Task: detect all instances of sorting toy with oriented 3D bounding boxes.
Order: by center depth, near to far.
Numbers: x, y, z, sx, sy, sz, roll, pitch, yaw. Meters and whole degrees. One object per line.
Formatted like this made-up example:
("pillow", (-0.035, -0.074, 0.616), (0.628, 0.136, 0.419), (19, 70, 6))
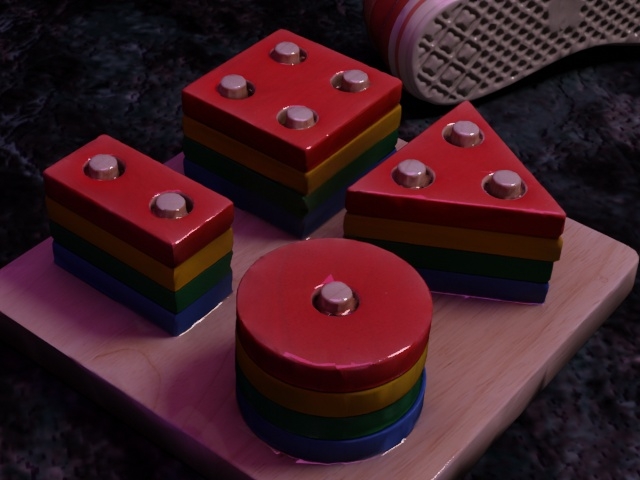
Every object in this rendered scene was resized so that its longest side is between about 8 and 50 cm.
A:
("sorting toy", (0.000, 0.000, 0.648), (0.255, 0.089, 0.257), (28, 46, 27))

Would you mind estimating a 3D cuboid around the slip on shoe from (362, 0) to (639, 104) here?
("slip on shoe", (0.176, -0.188, 0.871), (0.331, 0.123, 0.101), (-21, 41, -20))
